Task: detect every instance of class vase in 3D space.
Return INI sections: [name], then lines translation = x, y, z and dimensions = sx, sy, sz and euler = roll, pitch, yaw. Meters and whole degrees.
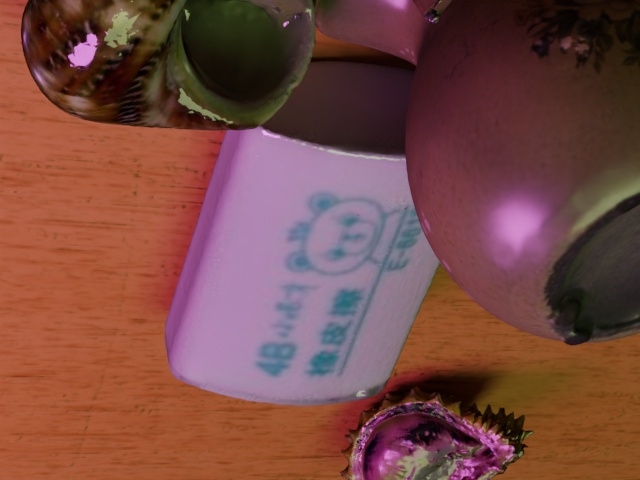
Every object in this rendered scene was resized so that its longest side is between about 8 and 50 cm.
[vase]
translation = 0.192, -0.105, 1.303
dimensions = 0.329, 0.302, 0.241
euler = -12, 142, -21

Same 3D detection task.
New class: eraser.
[eraser]
translation = 0.000, 0.000, 1.492
dimensions = 0.189, 0.104, 0.290
euler = 6, 136, -14

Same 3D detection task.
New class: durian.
[durian]
translation = 0.087, 0.176, 1.786
dimensions = 0.187, 0.119, 0.108
euler = -32, 105, 8

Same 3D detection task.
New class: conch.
[conch]
translation = -0.106, -0.152, 1.241
dimensions = 0.187, 0.124, 0.181
euler = -38, 138, -26

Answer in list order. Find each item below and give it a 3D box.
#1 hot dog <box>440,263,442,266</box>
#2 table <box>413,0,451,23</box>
[hot dog]
translation = 0.167, 0.000, 1.598
dimensions = 0.192, 0.053, 0.099
euler = 6, 167, -16
[table]
translation = 0.057, -0.240, 1.101
dimensions = 0.167, 0.226, 0.167
euler = -17, 142, -14
